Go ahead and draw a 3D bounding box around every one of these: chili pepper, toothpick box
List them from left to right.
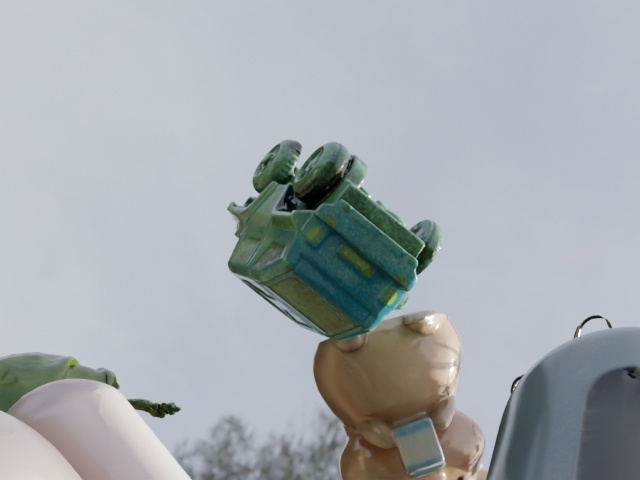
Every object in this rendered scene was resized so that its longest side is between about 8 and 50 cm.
[{"bbox_3d":[-0.208,0.202,1.937,0.083,0.022,0.027,4,-35,29],"label":"chili pepper"},{"bbox_3d":[0.230,0.224,1.222,0.263,0.355,0.263,7,-57,11],"label":"toothpick box"}]

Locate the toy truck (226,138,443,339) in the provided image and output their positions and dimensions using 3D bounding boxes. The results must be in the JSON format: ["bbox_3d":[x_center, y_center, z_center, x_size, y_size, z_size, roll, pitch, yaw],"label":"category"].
[{"bbox_3d":[0.000,0.000,1.589,0.155,0.156,0.279,39,-9,-16],"label":"toy truck"}]

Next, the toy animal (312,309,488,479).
[{"bbox_3d":[0.101,0.208,1.831,0.195,0.256,0.213,-13,2,-6],"label":"toy animal"}]

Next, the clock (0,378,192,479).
[{"bbox_3d":[-0.182,0.175,0.456,0.184,0.342,0.326,42,8,13],"label":"clock"}]

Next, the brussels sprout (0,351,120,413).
[{"bbox_3d":[-0.237,0.232,1.223,0.294,0.227,0.259,-42,-73,4],"label":"brussels sprout"}]

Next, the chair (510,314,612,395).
[{"bbox_3d":[0.397,0.253,1.879,0.160,0.170,0.326,-45,-113,23],"label":"chair"}]
